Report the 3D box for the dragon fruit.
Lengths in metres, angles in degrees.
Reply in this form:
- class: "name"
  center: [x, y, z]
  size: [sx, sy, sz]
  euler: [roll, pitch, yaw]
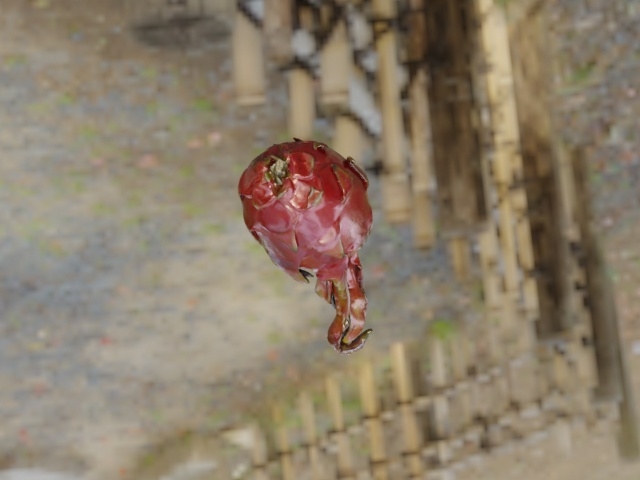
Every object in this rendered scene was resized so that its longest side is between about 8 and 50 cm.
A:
- class: "dragon fruit"
  center: [0.000, 0.000, 1.332]
  size: [0.094, 0.094, 0.190]
  euler: [-9, 131, 17]
